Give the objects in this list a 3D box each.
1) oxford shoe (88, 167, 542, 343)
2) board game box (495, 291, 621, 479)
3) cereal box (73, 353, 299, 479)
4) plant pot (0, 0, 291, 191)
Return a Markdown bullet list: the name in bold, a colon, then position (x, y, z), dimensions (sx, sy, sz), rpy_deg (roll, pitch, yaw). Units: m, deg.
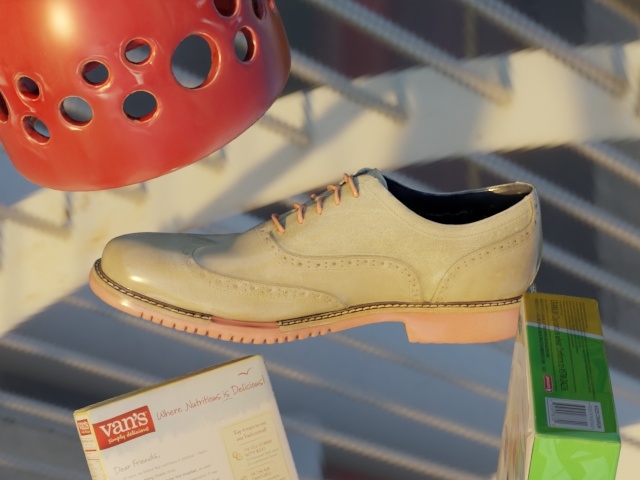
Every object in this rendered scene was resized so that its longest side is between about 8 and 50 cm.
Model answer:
- **oxford shoe**: position (0.000, 0.000, 1.610), dimensions (0.397, 0.140, 0.146), rpy_deg (0, 114, -14)
- **board game box**: position (0.177, 0.235, 1.492), dimensions (0.242, 0.064, 0.316), rpy_deg (-81, 177, -65)
- **cereal box**: position (-0.099, 0.236, 1.617), dimensions (0.173, 0.047, 0.240), rpy_deg (-16, 90, -26)
- **plant pot**: position (-0.133, -0.150, 1.129), dimensions (0.191, 0.191, 0.174), rpy_deg (-60, 137, -43)
